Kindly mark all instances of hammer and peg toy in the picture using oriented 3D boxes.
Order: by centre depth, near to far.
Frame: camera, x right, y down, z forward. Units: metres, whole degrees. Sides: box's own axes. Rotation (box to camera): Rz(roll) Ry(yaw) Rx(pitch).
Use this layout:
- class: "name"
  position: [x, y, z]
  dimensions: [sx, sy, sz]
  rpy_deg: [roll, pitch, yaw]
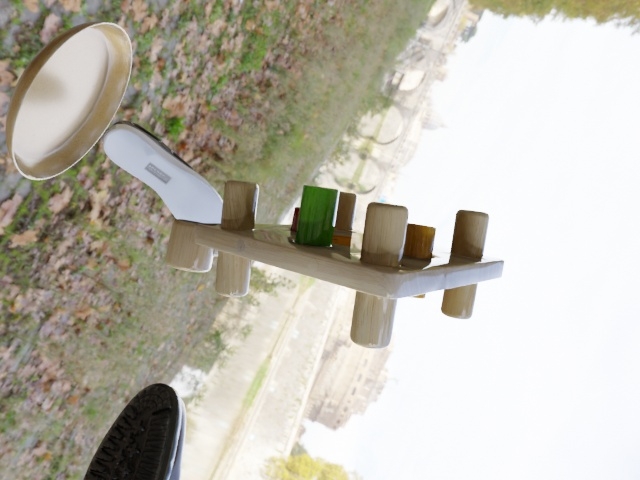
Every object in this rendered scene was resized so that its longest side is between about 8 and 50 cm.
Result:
- class: "hammer and peg toy"
  position: [0.000, 0.000, 0.596]
  dimensions: [0.266, 0.361, 0.127]
  rpy_deg: [-1, 101, -50]

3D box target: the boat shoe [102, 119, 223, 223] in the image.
- class: "boat shoe"
  position: [-0.238, -0.103, 0.806]
  dimensions: [0.080, 0.228, 0.076]
  rpy_deg: [-42, -150, 16]

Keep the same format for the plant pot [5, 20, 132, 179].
- class: "plant pot"
  position: [-0.337, -0.190, 0.683]
  dimensions: [0.236, 0.032, 0.236]
  rpy_deg: [-58, -177, 4]

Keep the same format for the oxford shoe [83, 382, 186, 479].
- class: "oxford shoe"
  position: [-0.151, 0.239, 0.438]
  dimensions: [0.096, 0.083, 0.227]
  rpy_deg: [32, 65, -58]
